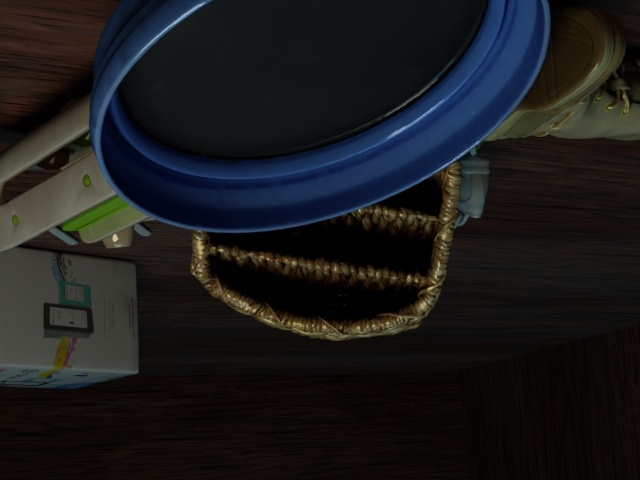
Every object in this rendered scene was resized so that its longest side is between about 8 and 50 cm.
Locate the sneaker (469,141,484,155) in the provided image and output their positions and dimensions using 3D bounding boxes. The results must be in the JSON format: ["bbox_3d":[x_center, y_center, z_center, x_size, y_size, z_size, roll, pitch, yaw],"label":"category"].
[{"bbox_3d":[0.194,-0.126,1.306,0.035,0.031,0.083,-19,170,10],"label":"sneaker"}]

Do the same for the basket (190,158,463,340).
[{"bbox_3d":[0.000,0.000,1.260,0.299,0.214,0.223,10,167,1],"label":"basket"}]

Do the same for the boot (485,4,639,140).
[{"bbox_3d":[0.284,-0.158,1.074,0.203,0.095,0.262,0,167,-16],"label":"boot"}]

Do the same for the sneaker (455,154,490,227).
[{"bbox_3d":[0.160,-0.054,1.430,0.080,0.094,0.212,-2,176,-16],"label":"sneaker"}]

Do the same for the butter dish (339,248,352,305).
[{"bbox_3d":[0.053,0.080,1.902,0.159,0.118,0.160,-6,166,9],"label":"butter dish"}]

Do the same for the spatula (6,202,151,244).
[{"bbox_3d":[-0.340,-0.026,1.561,0.168,0.019,0.242,-7,166,6],"label":"spatula"}]

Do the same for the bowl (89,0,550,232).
[{"bbox_3d":[-0.003,-0.139,0.903,0.391,0.077,0.391,-15,155,-7],"label":"bowl"}]

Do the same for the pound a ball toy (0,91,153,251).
[{"bbox_3d":[-0.225,-0.082,1.163,0.208,0.136,0.319,-6,171,-44],"label":"pound a ball toy"}]

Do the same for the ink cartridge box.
[{"bbox_3d":[-0.470,0.134,1.783,0.198,0.197,0.270,-18,160,42],"label":"ink cartridge box"}]
